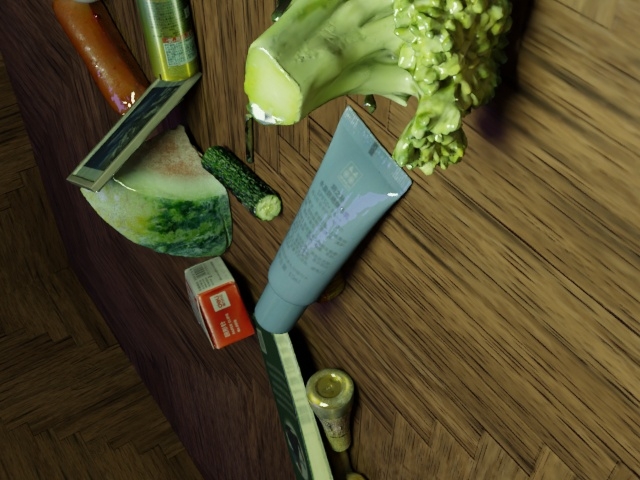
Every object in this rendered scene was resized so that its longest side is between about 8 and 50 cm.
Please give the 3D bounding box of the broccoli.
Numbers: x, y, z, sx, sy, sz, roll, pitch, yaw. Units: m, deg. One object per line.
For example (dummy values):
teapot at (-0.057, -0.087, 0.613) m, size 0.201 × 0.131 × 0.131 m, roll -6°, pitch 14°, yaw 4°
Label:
broccoli at (0.032, -0.174, 0.666) m, size 0.246 × 0.243 × 0.263 m, roll 16°, pitch 134°, yaw 42°

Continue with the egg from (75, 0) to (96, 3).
egg at (-0.465, -0.519, 1.505) m, size 0.135 × 0.103 × 0.103 m, roll 29°, pitch 138°, yaw 50°

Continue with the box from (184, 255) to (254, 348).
box at (-0.218, 0.128, 1.608) m, size 0.182 × 0.099 × 0.133 m, roll -139°, pitch 30°, yaw -65°

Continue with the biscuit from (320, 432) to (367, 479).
biscuit at (0.042, 0.485, 1.535) m, size 0.164 × 0.047 × 0.208 m, roll 51°, pitch 153°, yaw 25°

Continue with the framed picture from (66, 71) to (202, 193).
framed picture at (-0.339, -0.201, 1.382) m, size 0.019 × 0.281 × 0.209 m, roll 45°, pitch 164°, yaw -28°

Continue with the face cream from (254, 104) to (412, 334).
face cream at (0.000, 0.000, 1.064) m, size 0.136 × 0.086 × 0.385 m, roll 54°, pitch 138°, yaw 22°

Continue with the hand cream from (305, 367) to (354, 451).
hand cream at (0.028, 0.315, 1.379) m, size 0.084 × 0.084 × 0.203 m, roll 44°, pitch 157°, yaw 38°

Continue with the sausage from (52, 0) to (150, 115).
sausage at (-0.457, -0.398, 1.617) m, size 0.330 × 0.102 × 0.102 m, roll 58°, pitch 155°, yaw 10°

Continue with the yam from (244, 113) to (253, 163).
yam at (-0.118, -0.165, 1.259) m, size 0.014 × 0.014 × 0.107 m, roll 49°, pitch 153°, yaw 30°

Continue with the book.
book at (-0.055, 0.328, 1.494) m, size 0.260 × 0.043 × 0.371 m, roll -173°, pitch 67°, yaw -76°

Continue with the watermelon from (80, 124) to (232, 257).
watermelon at (-0.303, -0.092, 1.522) m, size 0.310 × 0.232 × 0.193 m, roll 21°, pitch 156°, yaw -13°

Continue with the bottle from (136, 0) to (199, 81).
bottle at (-0.257, -0.401, 1.227) m, size 0.082 × 0.082 × 0.286 m, roll 40°, pitch 147°, yaw 42°

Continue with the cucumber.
cucumber at (-0.134, -0.099, 1.313) m, size 0.187 × 0.058 × 0.058 m, roll 42°, pitch 148°, yaw 37°

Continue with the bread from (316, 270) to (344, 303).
bread at (-0.005, 0.059, 1.203) m, size 0.085 × 0.053 × 0.085 m, roll 45°, pitch 150°, yaw 36°
